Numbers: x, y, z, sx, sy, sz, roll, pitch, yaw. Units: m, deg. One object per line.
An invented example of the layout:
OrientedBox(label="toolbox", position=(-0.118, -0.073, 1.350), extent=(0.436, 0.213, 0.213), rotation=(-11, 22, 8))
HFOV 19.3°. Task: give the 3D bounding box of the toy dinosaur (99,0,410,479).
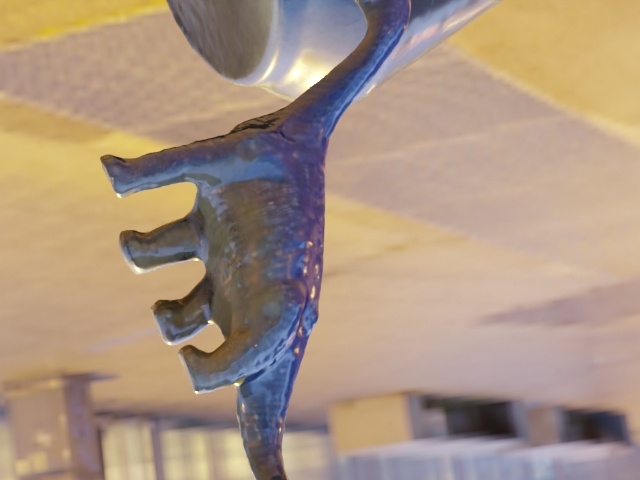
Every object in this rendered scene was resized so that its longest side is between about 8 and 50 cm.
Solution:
OrientedBox(label="toy dinosaur", position=(0.000, 0.000, 0.939), extent=(0.188, 0.248, 0.075), rotation=(-21, 169, -9))

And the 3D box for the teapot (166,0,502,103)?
OrientedBox(label="teapot", position=(0.058, -0.300, 1.354), extent=(0.361, 0.376, 0.305), rotation=(-18, 157, -23))
